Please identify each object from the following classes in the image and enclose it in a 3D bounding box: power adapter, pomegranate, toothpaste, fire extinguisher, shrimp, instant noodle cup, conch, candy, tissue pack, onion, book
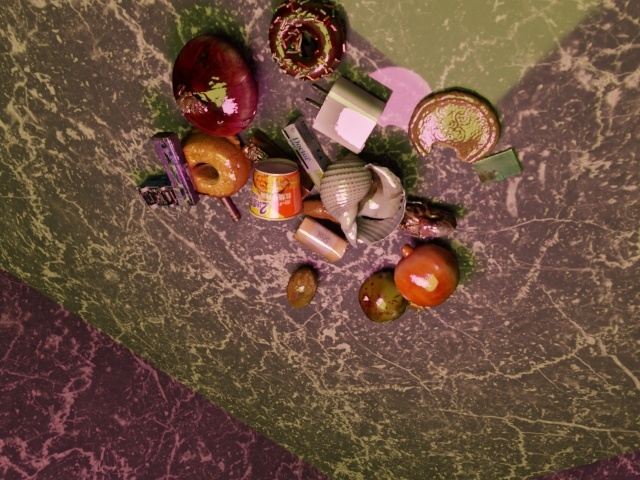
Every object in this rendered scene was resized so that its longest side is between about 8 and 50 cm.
[{"bbox_3d":[0.071,-0.441,1.590,0.255,0.124,0.187,30,130,-3],"label":"power adapter"},{"bbox_3d":[0.409,0.123,1.844,0.270,0.229,0.252,43,138,-3],"label":"pomegranate"},{"bbox_3d":[-0.021,-0.303,1.765,0.067,0.081,0.337,-16,119,34],"label":"toothpaste"},{"bbox_3d":[-0.405,-0.155,2.064,0.064,0.043,0.158,33,153,59],"label":"fire extinguisher"},{"bbox_3d":[0.300,0.264,2.017,0.285,0.231,0.231,29,134,-23],"label":"pomegranate"},{"bbox_3d":[0.340,-0.076,1.767,0.343,0.145,0.116,10,145,26],"label":"shrimp"},{"bbox_3d":[-0.160,-0.196,1.712,0.213,0.213,0.174,11,120,13],"label":"instant noodle cup"},{"bbox_3d":[0.152,-0.158,1.693,0.302,0.215,0.319,-3,123,7],"label":"conch"},{"bbox_3d":[-0.554,-0.273,1.816,0.088,0.061,0.312,8,132,23],"label":"candy"},{"bbox_3d":[0.000,0.000,1.956,0.222,0.090,0.186,34,166,-5],"label":"tissue pack"},{"bbox_3d":[-0.388,-0.514,1.611,0.347,0.285,0.348,17,129,22],"label":"onion"},{"bbox_3d":[0.604,-0.248,1.600,0.135,0.017,0.103,-17,118,32],"label":"book"}]

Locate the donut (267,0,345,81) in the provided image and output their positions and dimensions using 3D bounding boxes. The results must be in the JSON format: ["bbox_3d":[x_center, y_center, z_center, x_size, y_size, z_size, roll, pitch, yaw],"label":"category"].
[{"bbox_3d":[-0.048,-0.637,1.493,0.269,0.103,0.270,12,130,15],"label":"donut"}]

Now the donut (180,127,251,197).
[{"bbox_3d":[-0.439,-0.306,1.886,0.317,0.150,0.299,-26,116,36],"label":"donut"}]

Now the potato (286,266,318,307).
[{"bbox_3d":[-0.088,0.222,2.169,0.141,0.176,0.298,31,156,4],"label":"potato"}]

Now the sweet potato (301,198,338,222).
[{"bbox_3d":[0.061,-0.117,1.880,0.341,0.092,0.114,15,154,10],"label":"sweet potato"}]

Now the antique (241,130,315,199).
[{"bbox_3d":[-0.164,-0.288,1.826,0.310,0.093,0.087,41,130,-12],"label":"antique"}]

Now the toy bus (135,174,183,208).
[{"bbox_3d":[-0.675,-0.220,2.058,0.233,0.134,0.116,2,128,27],"label":"toy bus"}]

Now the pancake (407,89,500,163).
[{"bbox_3d":[0.439,-0.365,1.563,0.288,0.033,0.286,42,130,-14],"label":"pancake"}]
